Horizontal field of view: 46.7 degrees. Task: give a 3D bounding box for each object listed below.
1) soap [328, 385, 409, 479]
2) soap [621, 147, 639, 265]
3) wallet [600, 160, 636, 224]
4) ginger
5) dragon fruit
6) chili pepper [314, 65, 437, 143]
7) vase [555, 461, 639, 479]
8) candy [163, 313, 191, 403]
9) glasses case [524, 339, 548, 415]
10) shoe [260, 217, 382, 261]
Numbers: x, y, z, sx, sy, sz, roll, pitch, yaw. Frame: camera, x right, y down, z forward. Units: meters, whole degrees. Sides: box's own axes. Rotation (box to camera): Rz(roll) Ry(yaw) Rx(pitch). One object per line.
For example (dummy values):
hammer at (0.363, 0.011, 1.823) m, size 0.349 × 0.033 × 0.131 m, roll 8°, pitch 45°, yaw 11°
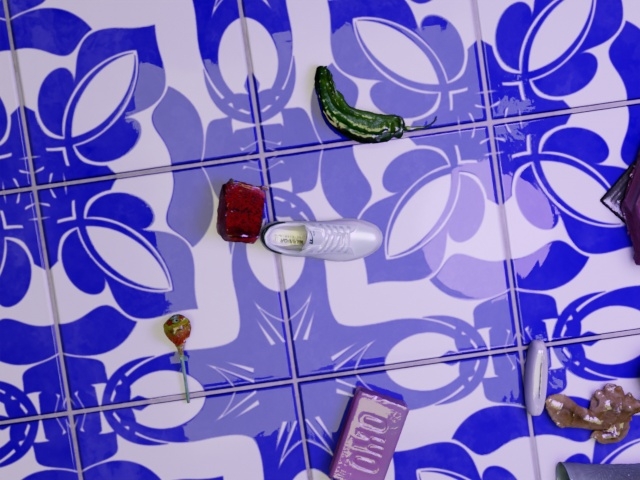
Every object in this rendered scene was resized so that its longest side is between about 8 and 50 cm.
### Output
soap at (0.104, 0.430, 1.604) m, size 0.122 × 0.065 × 0.203 m, roll 18°, pitch 93°, yaw -1°
soap at (0.730, -0.070, 1.542) m, size 0.182 × 0.112 × 0.289 m, roll 20°, pitch 88°, yaw 2°
wallet at (0.737, -0.052, 1.607) m, size 0.244 × 0.025 × 0.124 m, roll 41°, pitch 89°, yaw 0°
ginger at (0.594, 0.363, 1.609) m, size 0.214 × 0.059 × 0.133 m, roll 23°, pitch 100°, yaw 0°
dragon fruit at (-0.171, -0.046, 1.580) m, size 0.102 × 0.096 × 0.147 m, roll 8°, pitch 61°, yaw -10°
chili pepper at (0.096, -0.267, 1.577) m, size 0.279 × 0.065 × 0.122 m, roll 26°, pitch 96°, yaw 3°
vase at (0.631, 0.518, 1.599) m, size 0.220 × 0.096 × 0.096 m, roll -4°, pitch 92°, yaw -3°
candy at (-0.300, 0.258, 1.608) m, size 0.061 × 0.060 × 0.200 m, roll -7°, pitch 99°, yaw 0°
glasses case at (0.466, 0.296, 1.601) m, size 0.041 × 0.063 × 0.164 m, roll 4°, pitch 92°, yaw -1°
shoe at (0.000, 0.000, 1.566) m, size 0.265 × 0.110 × 0.095 m, roll 0°, pitch 91°, yaw 2°
